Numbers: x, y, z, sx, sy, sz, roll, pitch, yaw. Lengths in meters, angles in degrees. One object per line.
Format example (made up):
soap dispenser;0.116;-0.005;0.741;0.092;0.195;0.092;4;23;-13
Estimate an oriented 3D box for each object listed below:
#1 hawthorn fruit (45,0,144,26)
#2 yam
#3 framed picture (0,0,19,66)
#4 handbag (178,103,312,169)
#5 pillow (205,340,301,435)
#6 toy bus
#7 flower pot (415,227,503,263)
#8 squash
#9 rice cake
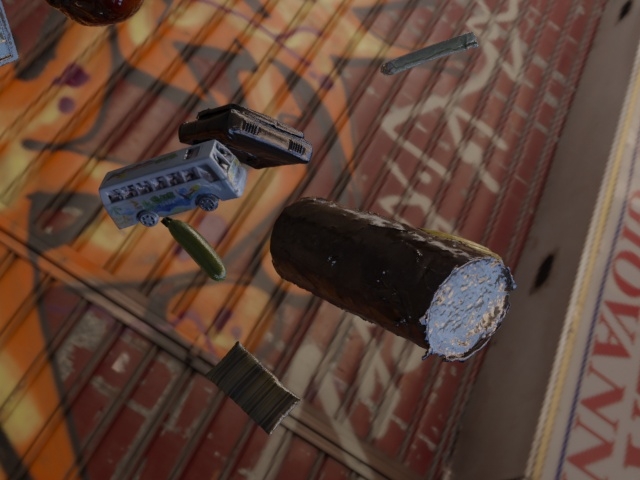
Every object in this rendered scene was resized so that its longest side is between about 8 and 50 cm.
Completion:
hawthorn fruit;-0.431;-0.577;1.561;0.300;0.254;0.254;-65;-168;-21
yam;0.063;0.032;0.881;0.279;0.131;0.131;23;-105;43
framed picture;-0.708;-0.375;1.476;0.281;0.019;0.209;-38;143;-32
handbag;-0.183;-0.247;1.957;0.244;0.275;0.088;-4;-105;49
pillow;-0.153;0.336;1.826;0.113;0.203;0.038;-45;170;-16
toy bus;-0.338;-0.127;1.826;0.329;0.136;0.109;-14;-144;19
flower pot;0.249;0.074;1.532;0.195;0.179;0.195;-6;-97;59
squash;-0.355;0.016;2.281;0.066;0.252;0.066;-43;176;-4
rice cake;0.239;-0.418;1.807;0.211;0.038;0.124;-19;-171;-1
